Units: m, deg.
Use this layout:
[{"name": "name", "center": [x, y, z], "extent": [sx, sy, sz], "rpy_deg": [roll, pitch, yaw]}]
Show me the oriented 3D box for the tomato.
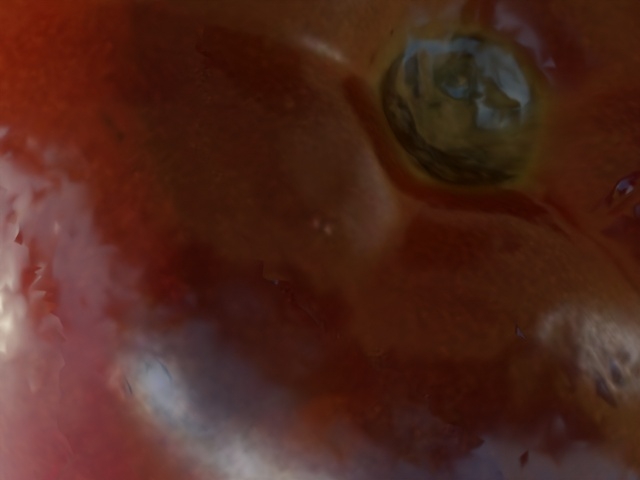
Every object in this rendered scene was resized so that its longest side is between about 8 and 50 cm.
[{"name": "tomato", "center": [0.000, 0.000, 0.501], "extent": [0.298, 0.299, 0.226], "rpy_deg": [21, 156, -9]}]
